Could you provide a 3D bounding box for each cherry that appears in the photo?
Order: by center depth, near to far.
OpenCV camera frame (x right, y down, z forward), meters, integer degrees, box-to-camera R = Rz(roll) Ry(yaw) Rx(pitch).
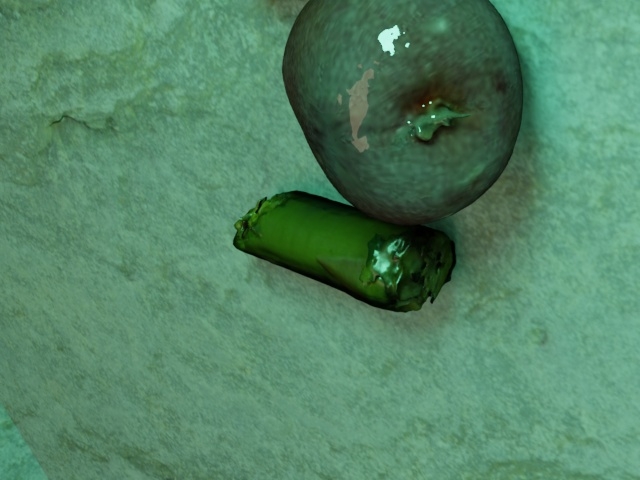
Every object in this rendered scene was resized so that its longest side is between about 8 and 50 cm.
[{"bbox_3d":[0.076,-0.151,1.459,0.307,0.221,0.261,29,134,55],"label":"cherry"}]

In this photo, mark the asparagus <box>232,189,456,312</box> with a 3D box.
[{"bbox_3d":[0.000,0.000,1.789,0.382,0.128,0.108,19,97,45],"label":"asparagus"}]
